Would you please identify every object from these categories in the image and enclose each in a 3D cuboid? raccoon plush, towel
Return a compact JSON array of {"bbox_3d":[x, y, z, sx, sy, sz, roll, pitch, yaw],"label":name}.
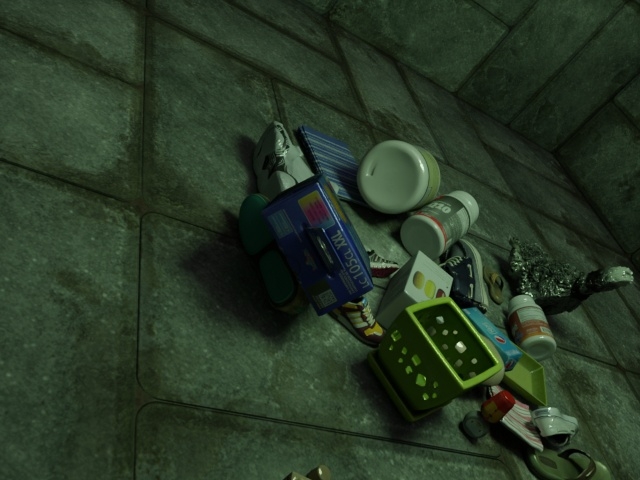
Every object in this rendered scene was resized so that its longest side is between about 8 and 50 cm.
[{"bbox_3d":[0.887,0.088,2.249,0.216,0.446,0.299,33,48,-45],"label":"raccoon plush"},{"bbox_3d":[0.532,0.477,1.691,0.144,0.029,0.197,36,17,-7],"label":"towel"},{"bbox_3d":[0.055,-0.249,2.129,0.243,0.040,0.336,14,41,-41],"label":"towel"}]

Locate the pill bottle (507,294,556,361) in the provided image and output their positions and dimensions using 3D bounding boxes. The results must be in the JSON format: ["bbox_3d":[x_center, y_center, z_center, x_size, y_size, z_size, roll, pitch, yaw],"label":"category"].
[{"bbox_3d":[0.697,0.288,2.063,0.121,0.121,0.216,28,33,-20],"label":"pill bottle"}]

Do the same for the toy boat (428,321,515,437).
[{"bbox_3d":[0.392,0.360,1.642,0.267,0.148,0.318,28,25,-30],"label":"toy boat"}]

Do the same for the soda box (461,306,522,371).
[{"bbox_3d":[0.491,0.293,1.827,0.067,0.071,0.210,-2,37,-36],"label":"soda box"}]

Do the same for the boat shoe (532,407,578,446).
[{"bbox_3d":[0.659,0.534,1.725,0.258,0.095,0.084,30,47,-43],"label":"boat shoe"}]

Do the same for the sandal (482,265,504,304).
[{"bbox_3d":[0.634,0.154,2.231,0.072,0.049,0.180,28,33,-20],"label":"sandal"}]

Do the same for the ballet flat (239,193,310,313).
[{"bbox_3d":[-0.112,0.037,1.520,0.123,0.123,0.348,11,41,-40],"label":"ballet flat"}]

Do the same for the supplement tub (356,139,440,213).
[{"bbox_3d":[0.275,-0.211,2.088,0.235,0.235,0.325,48,18,12],"label":"supplement tub"}]

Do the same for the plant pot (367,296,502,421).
[{"bbox_3d":[0.262,0.293,1.495,0.228,0.207,0.227,-5,53,-50],"label":"plant pot"}]

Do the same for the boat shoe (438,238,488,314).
[{"bbox_3d":[0.441,0.094,2.016,0.158,0.127,0.340,32,32,-29],"label":"boat shoe"}]

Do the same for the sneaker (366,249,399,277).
[{"bbox_3d":[0.162,0.063,1.814,0.170,0.063,0.075,4,52,-38],"label":"sneaker"}]

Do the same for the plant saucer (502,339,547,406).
[{"bbox_3d":[0.602,0.402,1.887,0.188,0.045,0.188,38,31,-6],"label":"plant saucer"}]

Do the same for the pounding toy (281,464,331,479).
[{"bbox_3d":[0.004,0.477,1.089,0.181,0.094,0.206,31,33,-16],"label":"pounding toy"}]

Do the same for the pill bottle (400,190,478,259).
[{"bbox_3d":[0.408,-0.059,2.083,0.161,0.161,0.283,47,47,10],"label":"pill bottle"}]

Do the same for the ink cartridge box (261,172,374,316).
[{"bbox_3d":[0.000,0.000,1.439,0.270,0.151,0.395,61,9,-8],"label":"ink cartridge box"}]

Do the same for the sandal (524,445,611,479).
[{"bbox_3d":[0.686,0.613,1.668,0.302,0.086,0.120,21,32,-25],"label":"sandal"}]

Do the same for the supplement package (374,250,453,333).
[{"bbox_3d":[0.267,0.162,1.736,0.139,0.134,0.244,39,31,-3],"label":"supplement package"}]

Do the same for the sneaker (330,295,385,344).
[{"bbox_3d":[0.104,0.190,1.570,0.185,0.084,0.069,37,31,-7],"label":"sneaker"}]

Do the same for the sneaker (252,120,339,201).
[{"bbox_3d":[-0.074,-0.185,1.809,0.210,0.137,0.366,21,40,-32],"label":"sneaker"}]
